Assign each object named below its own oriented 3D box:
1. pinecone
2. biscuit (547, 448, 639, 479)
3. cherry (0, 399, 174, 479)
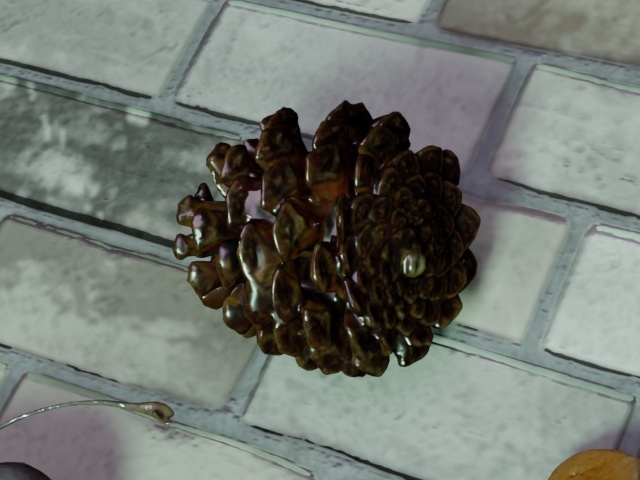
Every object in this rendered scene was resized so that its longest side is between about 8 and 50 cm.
[{"bbox_3d":[-0.007,-0.003,1.038,0.165,0.163,0.163,6,62,37],"label":"pinecone"},{"bbox_3d":[0.093,0.205,0.905,0.250,0.036,0.165,-39,20,-11],"label":"biscuit"},{"bbox_3d":[-0.174,0.185,1.005,0.188,0.115,0.148,-4,40,11],"label":"cherry"}]
